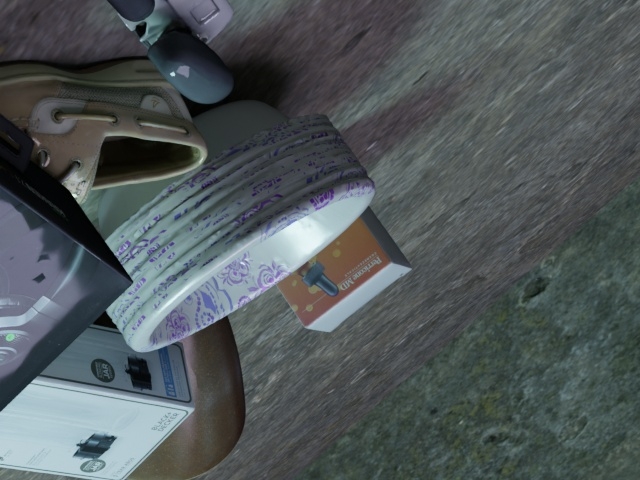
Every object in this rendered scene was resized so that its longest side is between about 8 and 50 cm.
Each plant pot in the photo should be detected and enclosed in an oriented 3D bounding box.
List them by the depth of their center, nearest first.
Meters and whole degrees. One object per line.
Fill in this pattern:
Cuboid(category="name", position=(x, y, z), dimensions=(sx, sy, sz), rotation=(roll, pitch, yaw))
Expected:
Cuboid(category="plant pot", position=(-0.184, 0.131, 1.644), dimensions=(0.215, 0.215, 0.230), rotation=(-25, 148, -28))

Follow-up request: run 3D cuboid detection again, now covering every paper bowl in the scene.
Cuboid(category="paper bowl", position=(-0.099, -0.027, 1.369), dimensions=(0.284, 0.148, 0.284), rotation=(-33, 172, -5))

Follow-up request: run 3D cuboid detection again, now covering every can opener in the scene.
Cuboid(category="can opener", position=(-0.115, -0.178, 1.032), dimensions=(0.076, 0.095, 0.283), rotation=(-36, 164, 2))

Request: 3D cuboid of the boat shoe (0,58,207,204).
Cuboid(category="boat shoe", position=(-0.215, -0.074, 1.130), dimensions=(0.302, 0.098, 0.109), rotation=(-16, 156, -48))

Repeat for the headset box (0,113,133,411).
Cuboid(category="headset box", position=(-0.307, 0.025, 0.974), dimensions=(0.283, 0.131, 0.246), rotation=(-44, 139, 4))

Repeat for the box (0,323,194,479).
Cuboid(category="box", position=(-0.297, 0.157, 1.448), dimensions=(0.290, 0.087, 0.169), rotation=(14, 135, -34))

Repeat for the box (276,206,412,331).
Cuboid(category="box", position=(0.000, 0.000, 1.636), dimensions=(0.130, 0.170, 0.091), rotation=(-38, 164, 11))
